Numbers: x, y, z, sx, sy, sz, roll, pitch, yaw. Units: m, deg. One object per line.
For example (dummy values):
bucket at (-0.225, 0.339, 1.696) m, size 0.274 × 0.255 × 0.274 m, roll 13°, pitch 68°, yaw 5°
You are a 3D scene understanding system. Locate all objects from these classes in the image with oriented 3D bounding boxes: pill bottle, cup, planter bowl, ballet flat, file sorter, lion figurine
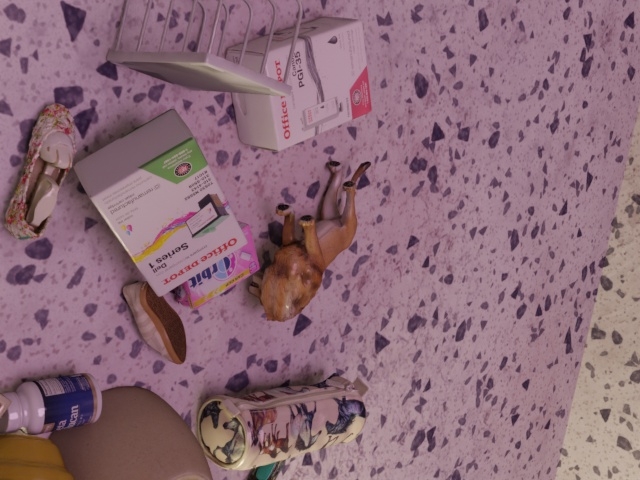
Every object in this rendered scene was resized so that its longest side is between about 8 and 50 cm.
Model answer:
pill bottle at (-0.482, 0.291, 1.574) m, size 0.169 × 0.094 × 0.094 m, roll -4°, pitch 105°, yaw -42°
cup at (-0.336, 0.472, 1.684) m, size 0.331 × 0.237 × 0.331 m, roll -17°, pitch 115°, yaw -42°
planter bowl at (-0.515, 0.384, 1.524) m, size 0.217 × 0.217 × 0.090 m, roll 28°, pitch 56°, yaw -47°
ballet flat at (-0.453, -0.109, 1.491) m, size 0.091 × 0.077 × 0.241 m, roll 17°, pitch 89°, yaw -46°
ballet flat at (-0.136, 0.563, 2.053) m, size 0.188 × 0.070 × 0.070 m, roll -57°, pitch 135°, yaw -12°
file sorter at (-0.196, -0.361, 1.539) m, size 0.193 × 0.277 × 0.173 m, roll 14°, pitch 88°, yaw -47°
lion figurine at (0.000, 0.000, 1.959) m, size 0.392 × 0.142 × 0.240 m, roll -36°, pitch 133°, yaw -39°

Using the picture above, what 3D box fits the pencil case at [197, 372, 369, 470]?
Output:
pencil case at (-0.079, 0.395, 1.980) m, size 0.410 × 0.160 × 0.183 m, roll 0°, pitch 119°, yaw -46°

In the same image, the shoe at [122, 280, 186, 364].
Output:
shoe at (-0.319, 0.160, 1.741) m, size 0.076 × 0.058 × 0.219 m, roll -75°, pitch 154°, yaw -47°

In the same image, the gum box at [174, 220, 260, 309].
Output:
gum box at (-0.219, 0.048, 1.796) m, size 0.188 × 0.062 × 0.107 m, roll -33°, pitch 124°, yaw -35°

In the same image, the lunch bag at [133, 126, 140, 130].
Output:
lunch bag at (-0.310, -0.165, 1.632) m, size 0.067 × 0.065 × 0.098 m, roll -1°, pitch 107°, yaw -34°

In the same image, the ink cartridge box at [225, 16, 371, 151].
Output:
ink cartridge box at (-0.038, -0.323, 1.826) m, size 0.283 × 0.117 × 0.207 m, roll -29°, pitch 122°, yaw -37°

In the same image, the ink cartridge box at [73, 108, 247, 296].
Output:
ink cartridge box at (-0.276, -0.061, 1.589) m, size 0.201 × 0.117 × 0.278 m, roll -32°, pitch 137°, yaw -8°

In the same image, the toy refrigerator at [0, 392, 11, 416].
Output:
toy refrigerator at (-0.632, 0.338, 1.435) m, size 0.269 × 0.094 × 0.102 m, roll -55°, pitch 135°, yaw -18°
